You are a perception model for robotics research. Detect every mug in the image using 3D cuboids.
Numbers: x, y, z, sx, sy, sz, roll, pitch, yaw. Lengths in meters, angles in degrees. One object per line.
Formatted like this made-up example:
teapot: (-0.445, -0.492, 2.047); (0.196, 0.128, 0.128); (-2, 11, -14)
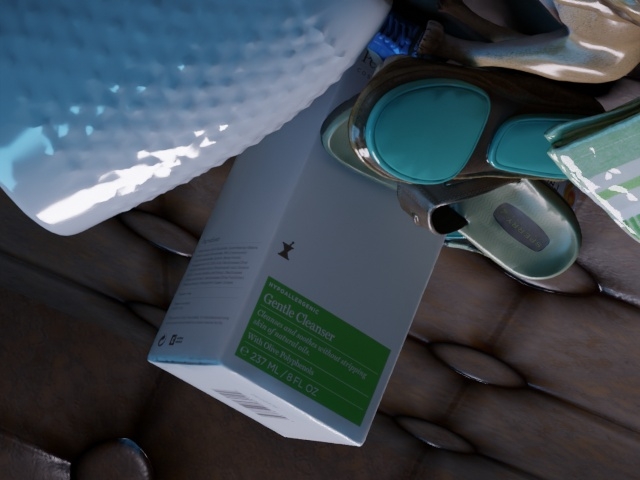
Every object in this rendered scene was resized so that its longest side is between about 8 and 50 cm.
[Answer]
mug: (-0.142, -0.223, 1.496); (0.328, 0.276, 0.374); (-25, 134, 11)

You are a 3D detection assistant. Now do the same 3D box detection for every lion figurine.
lion figurine: (0.226, -0.193, 1.476); (0.240, 0.142, 0.392); (17, 177, -5)

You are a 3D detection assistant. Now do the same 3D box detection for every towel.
towel: (0.388, -0.043, 1.691); (0.248, 0.038, 0.325); (-21, 135, 34)

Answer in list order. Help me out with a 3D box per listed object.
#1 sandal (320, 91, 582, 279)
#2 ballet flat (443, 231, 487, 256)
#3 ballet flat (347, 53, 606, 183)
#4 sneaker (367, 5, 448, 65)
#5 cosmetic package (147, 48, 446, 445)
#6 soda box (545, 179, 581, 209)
sandal: (0.137, -0.049, 1.791); (0.303, 0.086, 0.120); (32, 123, -21)
ballet flat: (0.192, -0.013, 2.126); (0.188, 0.070, 0.070); (16, 161, 28)
ballet flat: (0.122, -0.118, 1.675); (0.342, 0.116, 0.124); (-1, -147, -43)
sneaker: (0.071, -0.194, 1.734); (0.085, 0.058, 0.152); (20, 167, 30)
cosmetic package: (0.000, 0.000, 1.884); (0.197, 0.365, 0.155); (31, 163, -29)
soda box: (0.205, -0.078, 1.907); (0.063, 0.058, 0.183); (12, 158, 33)
